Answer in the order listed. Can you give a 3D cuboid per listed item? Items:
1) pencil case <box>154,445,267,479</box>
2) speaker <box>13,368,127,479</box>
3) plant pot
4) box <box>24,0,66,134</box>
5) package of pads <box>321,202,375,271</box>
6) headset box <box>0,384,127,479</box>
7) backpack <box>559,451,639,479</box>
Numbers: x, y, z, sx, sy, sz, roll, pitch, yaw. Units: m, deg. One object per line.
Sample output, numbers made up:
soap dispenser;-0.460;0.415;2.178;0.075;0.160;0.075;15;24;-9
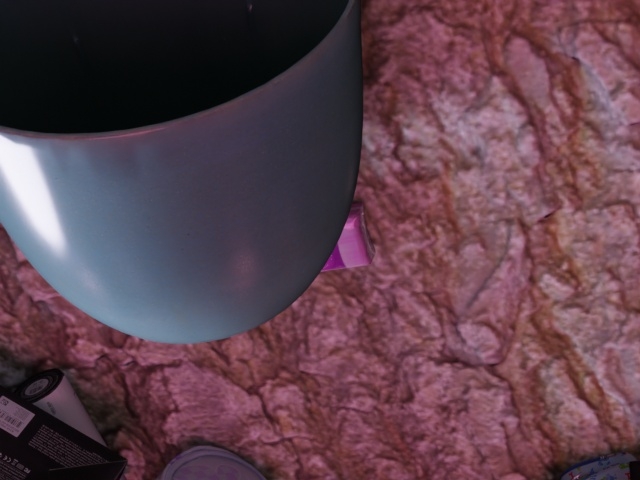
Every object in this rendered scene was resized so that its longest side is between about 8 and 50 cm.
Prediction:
pencil case;-0.136;0.318;1.282;0.124;0.113;0.273;39;123;13
speaker;-0.228;0.187;1.257;0.055;0.055;0.136;-16;116;19
plant pot;-0.102;-0.070;0.958;0.293;0.293;0.235;-1;131;11
box;-0.332;-0.155;1.072;0.270;0.060;0.216;1;121;10
package of pads;0.000;0.000;1.118;0.083;0.032;0.050;-8;117;15
headset box;-0.326;0.262;1.250;0.218;0.110;0.293;30;132;2
backpack;0.241;0.245;1.186;0.114;0.084;0.105;-18;115;14
